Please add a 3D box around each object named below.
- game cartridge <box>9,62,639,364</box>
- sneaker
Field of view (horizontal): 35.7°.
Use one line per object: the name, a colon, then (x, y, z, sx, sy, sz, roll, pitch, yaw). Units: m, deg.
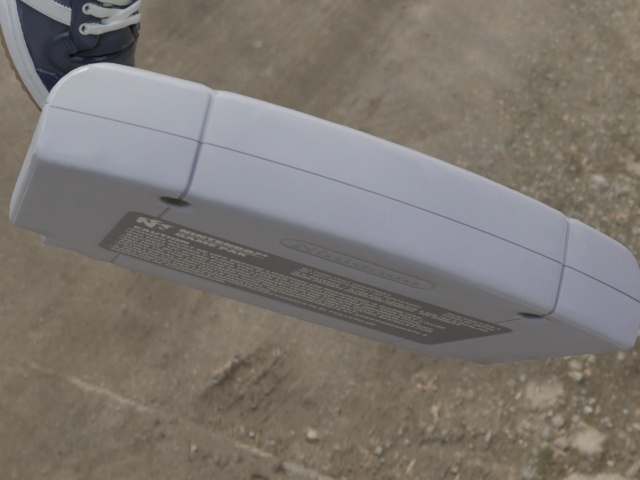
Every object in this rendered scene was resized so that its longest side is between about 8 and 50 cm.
game cartridge: (0.000, 0.000, 0.504, 0.297, 0.198, 0.062, 18, 70, -18)
sneaker: (-0.142, -0.198, 0.670, 0.153, 0.282, 0.099, 4, 27, 29)
